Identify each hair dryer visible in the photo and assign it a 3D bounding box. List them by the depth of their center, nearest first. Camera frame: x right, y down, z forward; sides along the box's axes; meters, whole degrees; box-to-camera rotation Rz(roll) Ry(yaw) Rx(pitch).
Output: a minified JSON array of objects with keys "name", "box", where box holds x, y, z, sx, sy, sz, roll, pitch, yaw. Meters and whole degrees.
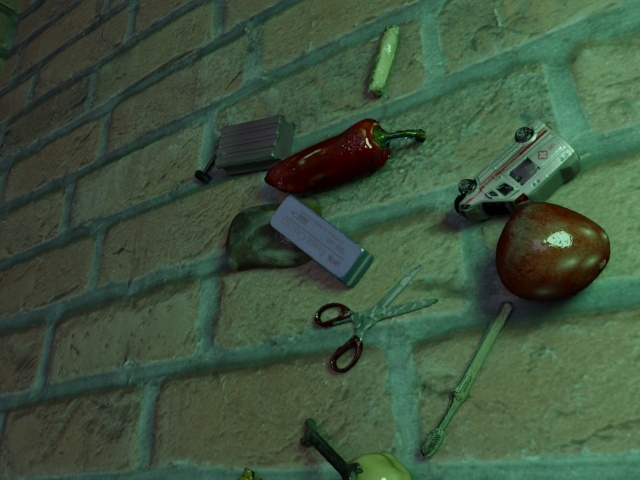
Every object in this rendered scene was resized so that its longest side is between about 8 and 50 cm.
[{"name":"hair dryer","box":[-0.303,-0.197,1.471,0.047,0.026,0.083,29,82,38]}]

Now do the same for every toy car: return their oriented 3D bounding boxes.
[{"name":"toy car","box":[0.335,-0.099,0.928,0.210,0.089,0.108,-42,57,10]}]

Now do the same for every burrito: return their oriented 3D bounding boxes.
[{"name":"burrito","box":[0.144,-0.411,1.230,0.045,0.041,0.185,18,78,-3]}]

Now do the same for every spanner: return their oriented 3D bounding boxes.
[{"name":"spanner","box":[0.014,0.365,0.926,0.254,0.015,0.054,3,71,69]}]

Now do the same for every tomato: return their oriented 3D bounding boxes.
[{"name":"tomato","box":[0.346,0.015,0.833,0.167,0.167,0.167,-14,63,30]}]

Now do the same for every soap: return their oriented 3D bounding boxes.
[{"name":"soap","box":[-0.167,-0.237,1.359,0.203,0.065,0.122,-2,70,35]}]

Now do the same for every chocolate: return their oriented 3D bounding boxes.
[{"name":"chocolate","box":[-0.125,-0.020,1.227,0.254,0.080,0.157,-6,67,34]}]

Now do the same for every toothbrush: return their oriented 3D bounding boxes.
[{"name":"toothbrush","box":[0.244,0.229,0.896,0.026,0.028,0.294,28,83,39]}]

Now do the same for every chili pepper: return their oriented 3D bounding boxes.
[{"name":"chili pepper","box":[0.035,-0.177,1.163,0.387,0.110,0.110,-18,61,32]}]

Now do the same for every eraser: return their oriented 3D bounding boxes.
[{"name":"eraser","box":[0.000,0.000,1.108,0.225,0.036,0.082,38,92,19]}]

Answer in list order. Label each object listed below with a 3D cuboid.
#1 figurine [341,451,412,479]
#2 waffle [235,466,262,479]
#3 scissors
[{"name":"figurine","box":[0.077,0.443,0.877,0.114,0.108,0.196,15,86,56]},{"name":"waffle","box":[-0.132,0.568,1.003,0.229,0.051,0.231,26,88,39]},{"name":"scissors","box":[0.104,0.141,1.038,0.248,0.017,0.144,-34,55,18]}]
